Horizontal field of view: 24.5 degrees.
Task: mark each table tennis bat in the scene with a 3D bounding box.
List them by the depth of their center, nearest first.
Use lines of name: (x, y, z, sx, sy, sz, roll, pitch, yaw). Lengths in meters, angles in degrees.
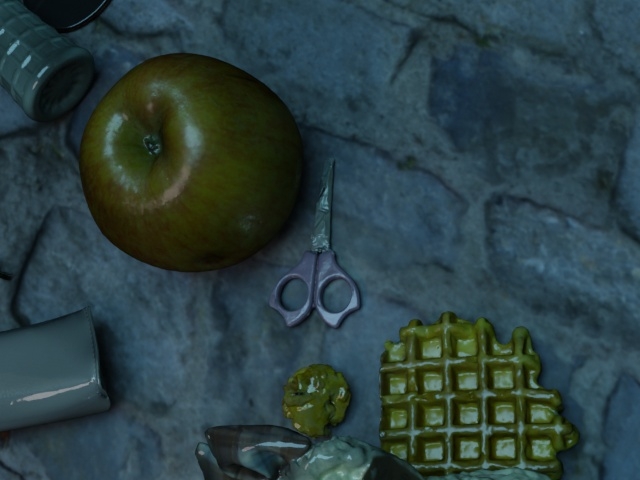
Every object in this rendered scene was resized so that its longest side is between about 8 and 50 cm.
table tennis bat: (-0.309, -0.374, 1.946, 0.130, 0.019, 0.220, 31, 86, 20)

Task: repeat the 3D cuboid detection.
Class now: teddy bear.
teddy bear: (0.078, 0.359, 1.464, 0.362, 0.327, 0.375, -4, 68, -13)

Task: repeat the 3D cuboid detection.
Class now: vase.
vase: (-0.427, -0.282, 1.893, 0.299, 0.143, 0.143, 40, 88, 19)

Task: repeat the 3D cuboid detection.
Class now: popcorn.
popcorn: (-0.012, 0.179, 1.691, 0.084, 0.084, 0.084, -4, 74, 15)

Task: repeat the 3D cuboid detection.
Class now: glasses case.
glasses case: (-0.393, 0.169, 1.784, 0.308, 0.083, 0.128, -11, 66, 13)

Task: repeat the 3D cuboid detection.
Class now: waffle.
waffle: (0.175, 0.189, 1.632, 0.219, 0.057, 0.229, -3, 73, 15)

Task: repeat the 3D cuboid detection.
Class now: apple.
apple: (-0.154, -0.094, 1.704, 0.264, 0.264, 0.264, -4, 74, 15)

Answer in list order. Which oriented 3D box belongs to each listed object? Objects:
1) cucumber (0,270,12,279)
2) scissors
cucumber: (-0.454, -0.001, 1.874, 0.163, 0.043, 0.039, 47, 128, 23)
scissors: (0.000, 0.000, 1.753, 0.110, 0.021, 0.212, 2, 76, 14)
